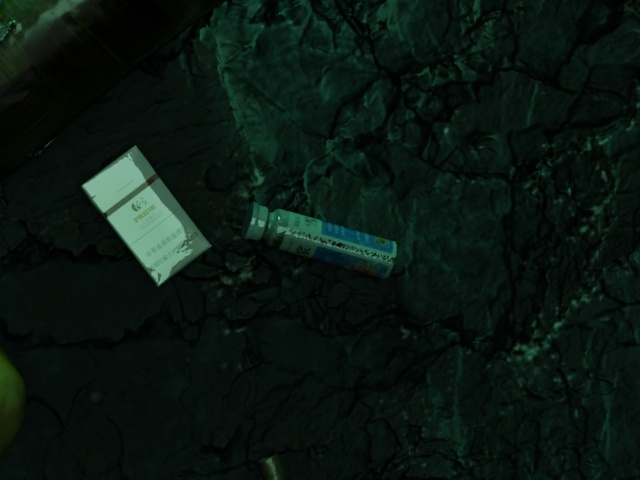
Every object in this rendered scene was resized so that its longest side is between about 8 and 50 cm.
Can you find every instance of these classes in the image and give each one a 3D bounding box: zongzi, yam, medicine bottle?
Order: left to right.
[{"bbox_3d":[-0.378,-0.322,1.840,0.403,0.208,0.432,-41,79,2],"label":"zongzi"},{"bbox_3d":[-0.039,0.333,1.982,0.032,0.032,0.145,-23,95,-12],"label":"yam"},{"bbox_3d":[0.000,0.000,1.976,0.191,0.051,0.051,17,87,-12],"label":"medicine bottle"}]

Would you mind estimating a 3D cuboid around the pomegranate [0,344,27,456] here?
[{"bbox_3d":[-0.449,0.172,1.790,0.233,0.233,0.233,0,91,-13],"label":"pomegranate"}]

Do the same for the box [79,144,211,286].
[{"bbox_3d":[-0.211,-0.029,1.932,0.084,0.040,0.154,-38,98,-7],"label":"box"}]
